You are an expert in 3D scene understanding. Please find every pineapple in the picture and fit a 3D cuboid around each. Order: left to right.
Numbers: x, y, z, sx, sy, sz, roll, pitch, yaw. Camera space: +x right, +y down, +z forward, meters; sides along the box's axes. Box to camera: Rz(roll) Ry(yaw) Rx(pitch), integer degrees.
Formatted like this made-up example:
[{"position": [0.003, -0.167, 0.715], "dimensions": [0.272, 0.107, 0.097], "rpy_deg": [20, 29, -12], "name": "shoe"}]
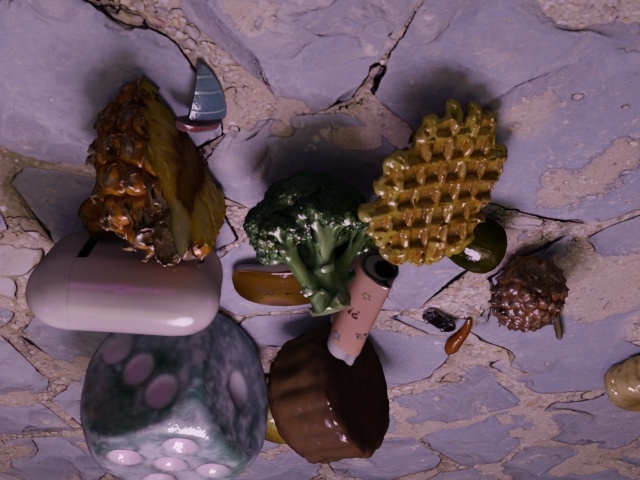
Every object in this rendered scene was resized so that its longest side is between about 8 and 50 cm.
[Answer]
[{"position": [-0.317, -0.056, 1.222], "dimensions": [0.209, 0.286, 0.344], "rpy_deg": [-13, 137, 14], "name": "pineapple"}, {"position": [0.436, 0.127, 1.543], "dimensions": [0.166, 0.166, 0.193], "rpy_deg": [2, 141, -3], "name": "pineapple"}]

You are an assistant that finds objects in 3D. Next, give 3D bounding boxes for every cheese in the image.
[{"position": [0.857, 0.377, 1.876], "dimensions": [0.226, 0.117, 0.214], "rpy_deg": [26, 140, -34], "name": "cheese"}]

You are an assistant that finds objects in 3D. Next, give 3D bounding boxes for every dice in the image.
[{"position": [-0.340, 0.375, 1.699], "dimensions": [0.348, 0.328, 0.330], "rpy_deg": [-17, 137, 19], "name": "dice"}]

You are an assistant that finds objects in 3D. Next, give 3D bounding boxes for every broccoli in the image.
[{"position": [0.000, 0.000, 1.311], "dimensions": [0.270, 0.270, 0.270], "rpy_deg": [-12, 164, -3], "name": "broccoli"}]

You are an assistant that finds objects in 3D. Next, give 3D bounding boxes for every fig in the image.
[{"position": [0.280, -0.005, 1.434], "dimensions": [0.177, 0.117, 0.117], "rpy_deg": [20, 139, 2], "name": "fig"}]

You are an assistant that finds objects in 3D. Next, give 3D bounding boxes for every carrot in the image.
[{"position": [0.340, 0.237, 1.769], "dimensions": [0.035, 0.035, 0.142], "rpy_deg": [13, 131, -15], "name": "carrot"}]

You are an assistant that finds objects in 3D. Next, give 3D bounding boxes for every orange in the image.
[{"position": [-0.422, -0.045, 1.394], "dimensions": [0.086, 0.086, 0.062], "rpy_deg": [0, 166, -1], "name": "orange"}]

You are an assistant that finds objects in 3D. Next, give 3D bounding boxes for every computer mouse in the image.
[{"position": [-0.071, 0.093, 1.578], "dimensions": [0.245, 0.056, 0.126], "rpy_deg": [-3, 141, 1], "name": "computer mouse"}]

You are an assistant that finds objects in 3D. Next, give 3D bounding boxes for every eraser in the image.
[{"position": [0.087, 0.114, 1.516], "dimensions": [0.087, 0.171, 0.290], "rpy_deg": [14, 138, -5], "name": "eraser"}]

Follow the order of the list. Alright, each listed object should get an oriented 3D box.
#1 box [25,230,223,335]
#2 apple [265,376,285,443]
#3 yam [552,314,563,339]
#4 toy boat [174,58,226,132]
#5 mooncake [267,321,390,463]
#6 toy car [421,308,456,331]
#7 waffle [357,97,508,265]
[{"position": [-0.366, 0.079, 1.396], "dimensions": [0.349, 0.289, 0.141], "rpy_deg": [5, 109, -6], "name": "box"}, {"position": [-0.108, 0.459, 1.935], "dimensions": [0.207, 0.174, 0.188], "rpy_deg": [9, 139, 14], "name": "apple"}, {"position": [0.571, 0.204, 1.737], "dimensions": [0.021, 0.021, 0.116], "rpy_deg": [-12, 138, 14], "name": "yam"}, {"position": [-0.189, -0.238, 1.198], "dimensions": [0.096, 0.034, 0.122], "rpy_deg": [-9, 135, -37], "name": "toy boat"}, {"position": [0.020, 0.361, 1.701], "dimensions": [0.187, 0.324, 0.324], "rpy_deg": [-20, 136, 28], "name": "mooncake"}, {"position": [0.283, 0.191, 1.716], "dimensions": [0.093, 0.025, 0.041], "rpy_deg": [30, 133, -26], "name": "toy car"}, {"position": [0.211, -0.089, 1.265], "dimensions": [0.307, 0.060, 0.312], "rpy_deg": [29, 104, -45], "name": "waffle"}]
